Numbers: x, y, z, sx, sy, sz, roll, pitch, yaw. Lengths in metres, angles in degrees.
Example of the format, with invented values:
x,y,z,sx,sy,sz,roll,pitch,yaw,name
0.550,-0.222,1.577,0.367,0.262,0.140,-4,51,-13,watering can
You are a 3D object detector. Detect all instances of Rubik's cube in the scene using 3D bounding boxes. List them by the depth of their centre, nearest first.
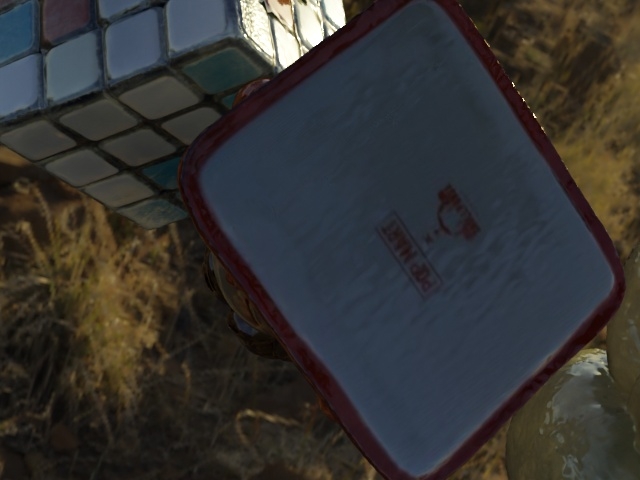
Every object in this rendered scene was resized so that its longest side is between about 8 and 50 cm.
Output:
x,y,z,sx,sy,sz,roll,pitch,yaw,name
-0.135,-0.190,1.039,0.256,0.259,0.253,34,41,-56,Rubik's cube

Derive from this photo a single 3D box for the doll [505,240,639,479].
x,y,z,sx,sy,sz,roll,pitch,yaw,name
0.234,0.097,0.673,0.149,0.278,0.175,34,39,-8,doll

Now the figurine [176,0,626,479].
x,y,z,sx,sy,sz,roll,pitch,yaw,name
0.000,0.000,0.581,0.160,0.226,0.183,-39,103,-19,figurine
